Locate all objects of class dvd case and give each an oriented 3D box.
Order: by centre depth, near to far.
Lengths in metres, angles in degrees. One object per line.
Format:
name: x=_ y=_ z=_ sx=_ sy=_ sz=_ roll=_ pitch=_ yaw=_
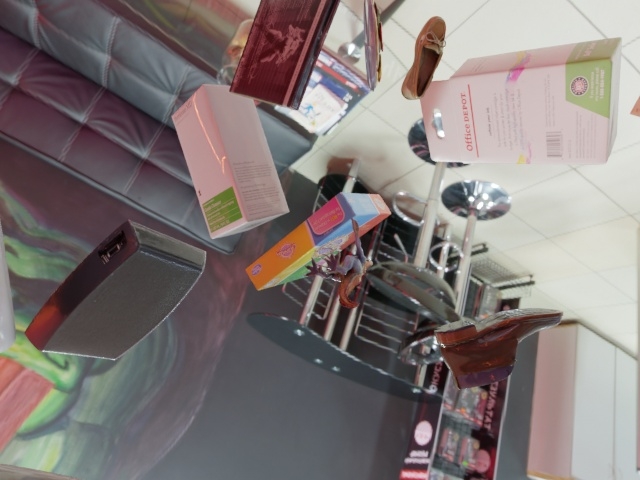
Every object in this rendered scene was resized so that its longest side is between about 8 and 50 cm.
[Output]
dvd case: x=-0.059 y=-0.281 z=0.633 sx=0.018 sy=0.164 sz=0.221 roll=15 pitch=-168 yaw=-37

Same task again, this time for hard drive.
hard drive: x=-0.313 y=0.093 z=0.692 sx=0.172 sy=0.255 sz=0.054 roll=32 pitch=-162 yaw=-52

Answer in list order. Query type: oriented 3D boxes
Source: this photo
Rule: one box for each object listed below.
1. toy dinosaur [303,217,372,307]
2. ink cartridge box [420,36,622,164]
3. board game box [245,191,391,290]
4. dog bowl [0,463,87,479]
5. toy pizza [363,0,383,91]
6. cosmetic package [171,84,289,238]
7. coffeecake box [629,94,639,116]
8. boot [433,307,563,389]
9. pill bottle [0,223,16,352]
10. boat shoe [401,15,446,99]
toy dinosaur: x=0.024 y=0.028 z=0.381 sx=0.047 sy=0.090 sz=0.082 roll=-35 pitch=149 yaw=29
ink cartridge box: x=0.398 y=-0.272 z=0.905 sx=0.354 sy=0.119 sz=0.207 roll=9 pitch=133 yaw=38
board game box: x=0.000 y=0.000 z=1.094 sx=0.317 sy=0.064 sz=0.242 roll=-38 pitch=167 yaw=25
dog bowl: x=-0.232 y=0.297 z=0.406 sx=0.349 sy=0.102 sz=0.348 roll=12 pitch=153 yaw=7
toy pizza: x=0.120 y=-0.439 z=0.981 sx=0.032 sy=0.201 sz=0.201 roll=-5 pitch=151 yaw=3
cosmetic package: x=-0.247 y=-0.211 z=1.196 sx=0.197 sy=0.155 sz=0.365 roll=-21 pitch=88 yaw=46
coffeecake box: x=0.529 y=-0.235 z=0.566 sx=0.142 sy=0.068 sz=0.185 roll=31 pitch=127 yaw=28
boot: x=0.313 y=0.182 z=0.755 sx=0.219 sy=0.106 sz=0.082 roll=-12 pitch=177 yaw=3
pill bottle: x=-0.549 y=0.058 z=0.458 sx=0.363 sy=0.210 sz=0.210 roll=-9 pitch=172 yaw=-34
boat shoe: x=0.198 y=-0.334 z=0.807 sx=0.056 sy=0.152 sz=0.048 roll=19 pitch=-169 yaw=-23
